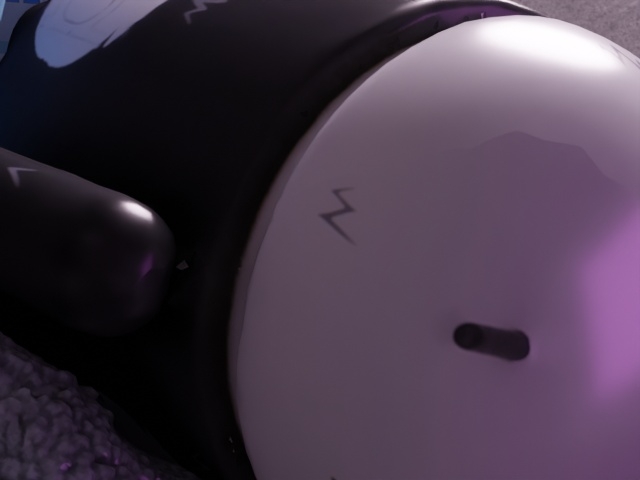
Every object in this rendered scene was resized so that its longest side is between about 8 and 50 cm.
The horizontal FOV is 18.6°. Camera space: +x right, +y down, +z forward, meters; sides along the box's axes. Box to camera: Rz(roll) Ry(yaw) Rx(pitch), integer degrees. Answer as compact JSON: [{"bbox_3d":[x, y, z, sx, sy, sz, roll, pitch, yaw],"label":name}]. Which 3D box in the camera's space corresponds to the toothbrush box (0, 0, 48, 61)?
[{"bbox_3d":[-0.054,-0.049,0.833,0.126,0.216,0.295,-75,168,-50],"label":"toothbrush box"}]

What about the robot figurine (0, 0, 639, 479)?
[{"bbox_3d":[-0.002,0.002,0.600,0.209,0.278,0.173,-37,125,-24],"label":"robot figurine"}]

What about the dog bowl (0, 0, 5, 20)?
[{"bbox_3d":[-0.133,-0.139,0.611,0.166,0.074,0.297,96,6,-81],"label":"dog bowl"}]

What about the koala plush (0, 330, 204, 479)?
[{"bbox_3d":[-0.143,0.137,0.530,0.221,0.203,0.196,-58,148,-24],"label":"koala plush"}]
